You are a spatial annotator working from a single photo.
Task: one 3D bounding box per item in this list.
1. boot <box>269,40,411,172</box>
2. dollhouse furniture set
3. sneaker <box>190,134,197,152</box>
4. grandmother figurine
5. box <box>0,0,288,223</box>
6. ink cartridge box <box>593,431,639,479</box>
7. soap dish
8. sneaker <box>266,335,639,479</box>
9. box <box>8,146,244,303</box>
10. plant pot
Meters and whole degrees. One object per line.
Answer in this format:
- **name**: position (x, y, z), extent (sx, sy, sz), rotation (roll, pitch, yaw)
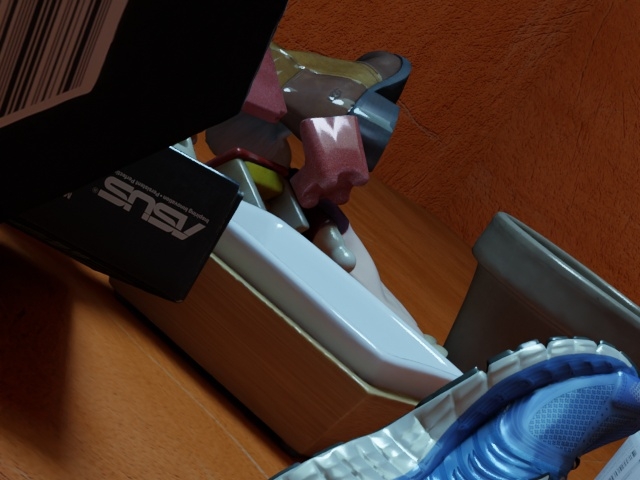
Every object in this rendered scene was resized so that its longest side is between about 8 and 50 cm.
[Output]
- **boot**: position (-0.055, -0.184, 1.904), extent (0.280, 0.096, 0.264), rotation (26, 29, -4)
- **dollhouse furniture set**: position (-0.093, -0.118, 1.671), extent (0.374, 0.201, 0.152), rotation (19, 50, -61)
- **sneaker**: position (-0.190, -0.085, 1.821), extent (0.127, 0.126, 0.321), rotation (23, 6, 1)
- **grandmother figurine**: position (0.000, 0.000, 1.929), extent (0.342, 0.104, 0.208), rotation (54, -10, -10)
- **box**: position (-0.300, -0.233, 0.888), extent (0.472, 0.297, 0.480), rotation (40, 38, 17)
- **ink cartridge box**: position (0.295, 0.273, 1.758), extent (0.082, 0.139, 0.191), rotation (37, 7, -5)
- **soap dish**: position (-0.028, 0.077, 1.598), extent (0.291, 0.118, 0.229), rotation (39, 7, 27)
- **sneaker**: position (0.087, 0.171, 1.129), extent (0.330, 0.130, 0.147), rotation (-26, 72, -33)
- **box**: position (-0.244, -0.079, 1.285), extent (0.318, 0.097, 0.395), rotation (31, -5, -15)
- **plant pot**: position (0.230, 0.134, 1.999), extent (0.263, 0.229, 0.263), rotation (35, 7, -5)
